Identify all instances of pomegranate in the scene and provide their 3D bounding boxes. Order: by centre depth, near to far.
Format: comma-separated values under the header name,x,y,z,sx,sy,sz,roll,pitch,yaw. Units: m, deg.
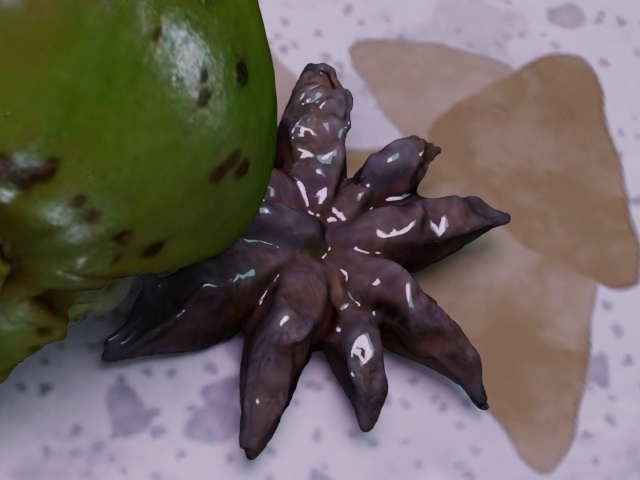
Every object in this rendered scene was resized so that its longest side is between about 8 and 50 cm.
name,x,y,z,sx,sy,sz,roll,pitch,yaw
pomegranate,-0.132,-0.084,0.595,0.236,0.236,0.302,14,35,-9

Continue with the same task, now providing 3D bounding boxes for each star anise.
name,x,y,z,sx,sy,sz,roll,pitch,yaw
star anise,0.000,0.000,0.674,0.182,0.065,0.195,6,60,-14
